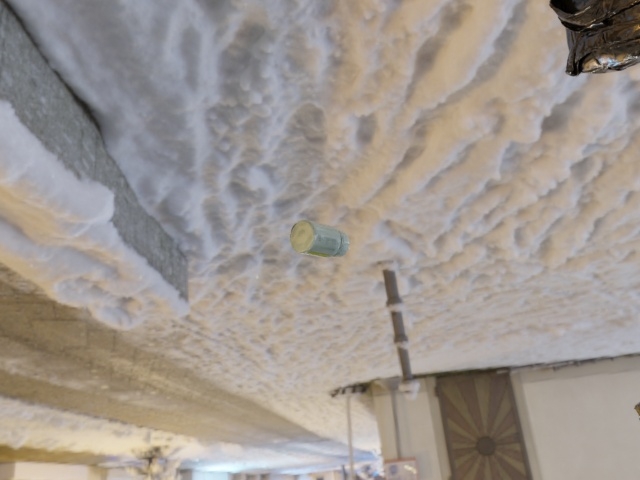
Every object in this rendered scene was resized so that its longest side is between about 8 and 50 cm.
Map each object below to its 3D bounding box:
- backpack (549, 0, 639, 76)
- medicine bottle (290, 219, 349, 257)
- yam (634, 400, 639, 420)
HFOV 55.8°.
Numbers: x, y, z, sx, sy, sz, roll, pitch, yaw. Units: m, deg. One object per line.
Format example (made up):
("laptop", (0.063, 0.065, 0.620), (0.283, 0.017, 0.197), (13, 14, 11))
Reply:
("backpack", (0.365, -0.265, 0.727), (0.105, 0.120, 0.165), (-19, -164, -11))
("medicine bottle", (0.000, 0.000, 0.850), (0.047, 0.047, 0.083), (-24, 157, 35))
("yam", (0.409, 0.102, 0.530), (0.274, 0.061, 0.061), (-40, 144, 22))
